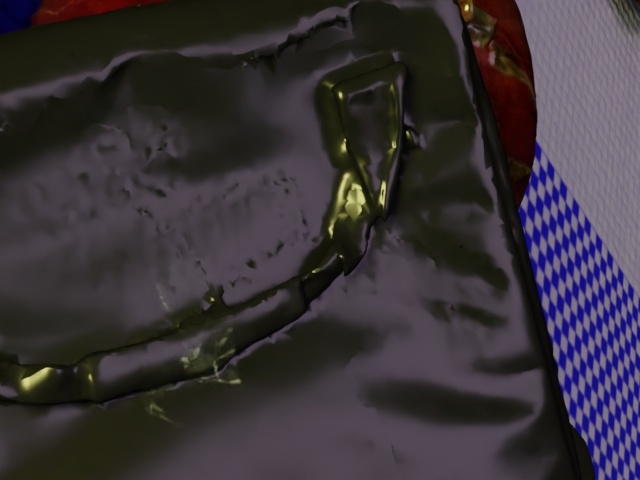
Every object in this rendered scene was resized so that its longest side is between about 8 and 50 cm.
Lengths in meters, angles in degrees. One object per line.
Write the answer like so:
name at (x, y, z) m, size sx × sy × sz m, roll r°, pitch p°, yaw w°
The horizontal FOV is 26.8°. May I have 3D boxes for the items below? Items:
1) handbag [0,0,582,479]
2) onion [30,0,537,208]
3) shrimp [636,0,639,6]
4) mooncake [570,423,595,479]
handbag at (-0.046, 0.048, 0.432) m, size 0.275 × 0.088 × 0.244 m, roll -19°, pitch 100°, yaw -26°
onion at (-0.017, -0.059, 0.586) m, size 0.161 × 0.248 × 0.248 m, roll 67°, pitch 19°, yaw -80°
shrimp at (0.315, -0.380, 1.408) m, size 0.365 × 0.071 × 0.233 m, roll 50°, pitch 33°, yaw -41°
mooncake at (0.040, 0.252, 0.645) m, size 0.351 × 0.187 × 0.351 m, roll 26°, pitch 61°, yaw -60°
